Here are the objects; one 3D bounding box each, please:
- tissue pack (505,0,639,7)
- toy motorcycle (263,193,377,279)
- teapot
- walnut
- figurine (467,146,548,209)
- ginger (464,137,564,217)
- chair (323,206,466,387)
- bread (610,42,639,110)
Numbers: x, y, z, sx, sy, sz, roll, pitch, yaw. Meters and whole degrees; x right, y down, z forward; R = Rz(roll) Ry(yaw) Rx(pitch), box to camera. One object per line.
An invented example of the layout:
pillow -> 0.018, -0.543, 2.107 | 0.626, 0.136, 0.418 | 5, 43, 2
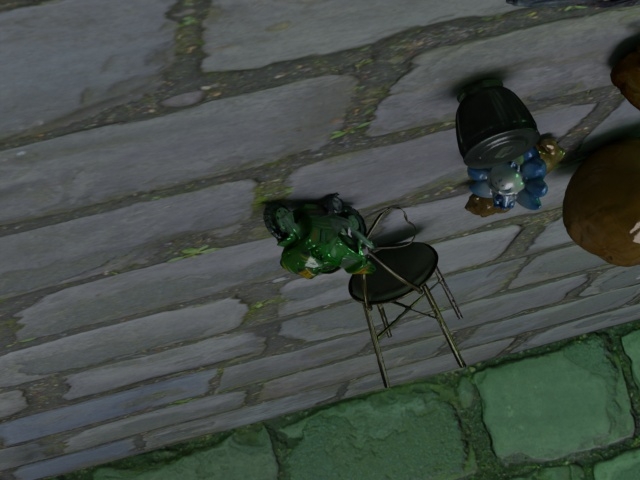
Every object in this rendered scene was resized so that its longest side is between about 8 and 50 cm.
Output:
tissue pack -> 0.282, -0.282, 1.286 | 0.173, 0.073, 0.235 | -5, 161, -36
toy motorcycle -> 0.000, 0.000, 1.963 | 0.074, 0.106, 0.190 | -27, 161, 38
teapot -> 0.193, -0.133, 1.716 | 0.092, 0.090, 0.124 | -14, 160, -8
walnut -> 0.447, -0.054, 2.128 | 0.193, 0.193, 0.225 | -14, 169, -9
figurine -> 0.245, -0.095, 1.927 | 0.114, 0.114, 0.079 | -31, -179, 45
ginger -> 0.264, -0.084, 2.051 | 0.176, 0.052, 0.193 | -24, 163, 28
chair -> 0.110, 0.057, 2.261 | 0.160, 0.170, 0.325 | -17, 123, 16
bread -> 0.430, -0.184, 1.803 | 0.124, 0.084, 0.344 | -23, 164, 22
